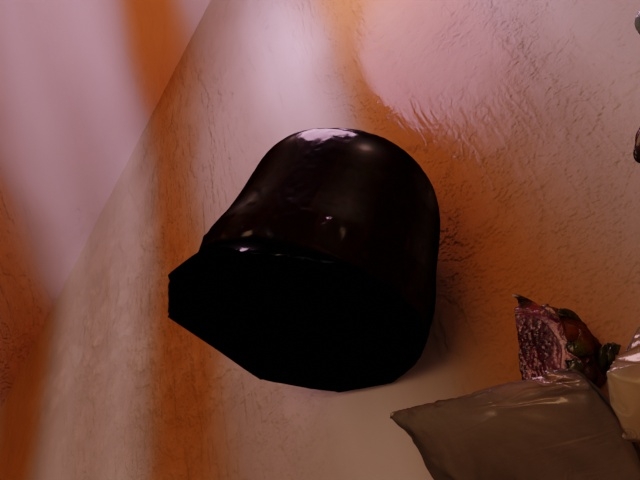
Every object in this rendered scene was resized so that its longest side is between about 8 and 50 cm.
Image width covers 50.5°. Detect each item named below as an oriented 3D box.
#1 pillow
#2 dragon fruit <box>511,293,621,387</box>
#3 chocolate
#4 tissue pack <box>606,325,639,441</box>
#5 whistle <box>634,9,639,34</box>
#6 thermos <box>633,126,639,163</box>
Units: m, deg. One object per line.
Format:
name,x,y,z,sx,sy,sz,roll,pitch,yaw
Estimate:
pillow,0.225,0.246,0.782,0.270,0.067,0.173,-27,90,36
dragon fruit,0.294,0.130,0.807,0.096,0.102,0.147,-25,56,45
chocolate,0.000,0.000,1.031,0.384,0.384,0.331,-23,42,37
tissue pack,0.404,0.122,0.633,0.222,0.090,0.186,-5,16,45
whistle,0.522,-0.381,0.875,0.289,0.163,0.163,-47,38,14
thermos,0.516,-0.135,0.739,0.330,0.110,0.136,3,67,50
